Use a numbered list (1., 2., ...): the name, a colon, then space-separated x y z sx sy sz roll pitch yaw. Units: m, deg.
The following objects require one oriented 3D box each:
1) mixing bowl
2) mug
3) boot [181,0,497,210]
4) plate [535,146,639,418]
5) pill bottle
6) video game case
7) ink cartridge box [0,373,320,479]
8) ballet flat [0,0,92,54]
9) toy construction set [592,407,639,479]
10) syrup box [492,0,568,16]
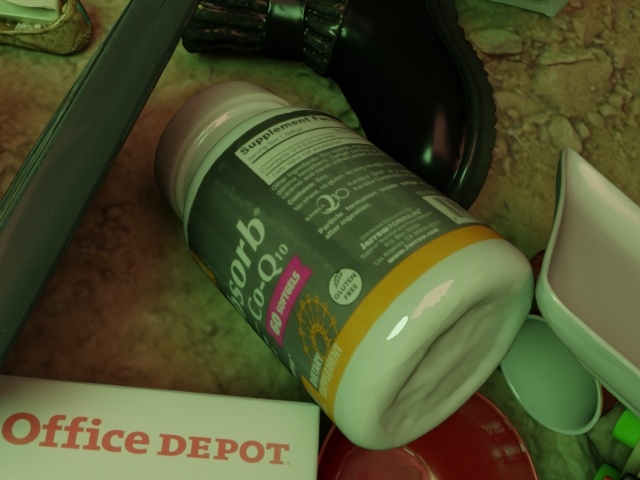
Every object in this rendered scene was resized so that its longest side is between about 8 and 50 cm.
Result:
1. mixing bowl: 0.066 0.202 0.504 0.181 0.098 0.181 6 69 -16
2. mug: 0.266 0.078 0.596 0.169 0.113 0.150 -18 118 -27
3. boot: 0.000 -0.176 0.602 0.260 0.131 0.348 5 58 -23
4. plate: 0.264 0.071 0.481 0.277 0.045 0.278 42 33 -1
5. pill bottle: 0.000 0.000 0.474 0.162 0.162 0.278 -30 51 -25
6. video game case: -0.192 -0.016 0.423 0.035 0.248 0.275 32 63 -25
7. ink cartridge box: -0.127 0.252 0.407 0.223 0.129 0.307 9 68 -14
8. ballet flat: -0.306 -0.208 0.556 0.206 0.067 0.073 -1 73 -17
9. toy construction set: 0.240 0.276 0.497 0.151 0.215 0.328 15 68 27
10. syrup box: 0.265 -0.407 0.794 0.093 0.096 0.237 9 68 -14
